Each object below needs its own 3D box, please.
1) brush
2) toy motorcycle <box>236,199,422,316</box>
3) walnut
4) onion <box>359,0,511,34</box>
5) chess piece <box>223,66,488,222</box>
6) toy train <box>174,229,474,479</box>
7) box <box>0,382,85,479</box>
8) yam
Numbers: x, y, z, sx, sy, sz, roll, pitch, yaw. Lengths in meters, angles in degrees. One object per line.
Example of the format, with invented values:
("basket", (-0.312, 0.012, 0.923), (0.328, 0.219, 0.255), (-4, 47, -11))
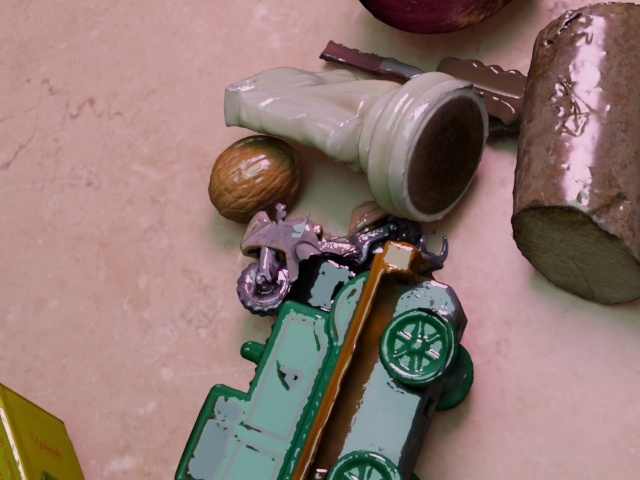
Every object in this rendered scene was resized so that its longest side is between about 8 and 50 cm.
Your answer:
("brush", (0.127, -0.198, 1.446), (0.301, 0.071, 0.084), (19, 61, 30))
("toy motorcycle", (0.000, 0.000, 1.383), (0.229, 0.094, 0.130), (-22, 57, -3))
("walnut", (-0.079, -0.075, 1.439), (0.124, 0.105, 0.105), (-28, 61, 13))
("onion", (0.133, -0.361, 1.398), (0.230, 0.256, 0.272), (-37, 43, -5))
("chess piece", (0.035, -0.143, 1.384), (0.298, 0.176, 0.176), (24, 77, 34))
("toy train", (0.011, 0.174, 1.241), (0.249, 0.178, 0.429), (18, 79, 19))
("box", (-0.288, 0.323, 1.284), (0.047, 0.187, 0.335), (-28, 62, 2))
("yam", (0.297, -0.097, 1.283), (0.168, 0.168, 0.304), (4, 68, 20))
